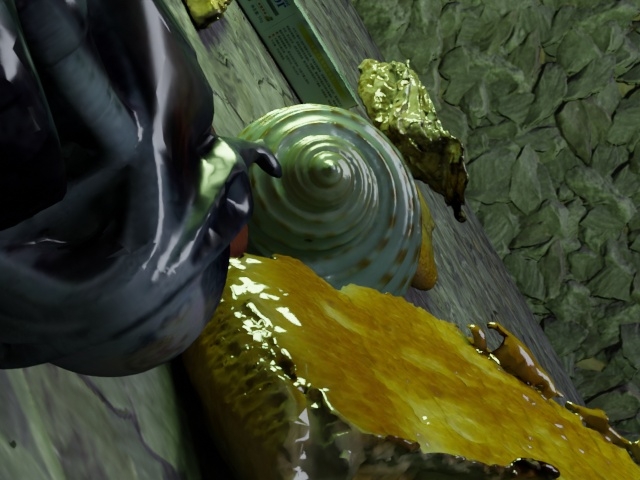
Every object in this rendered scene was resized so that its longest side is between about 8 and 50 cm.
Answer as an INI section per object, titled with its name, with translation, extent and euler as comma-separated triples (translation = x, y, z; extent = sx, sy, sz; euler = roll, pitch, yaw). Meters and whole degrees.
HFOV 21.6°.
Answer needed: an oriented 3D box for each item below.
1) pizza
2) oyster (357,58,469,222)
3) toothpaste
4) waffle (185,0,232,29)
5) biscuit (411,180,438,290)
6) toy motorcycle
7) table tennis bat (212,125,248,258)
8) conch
[pizza]
translation = 0.066, 0.091, 0.719
extent = 0.297, 0.071, 0.189
euler = 18, 19, -36
[oyster]
translation = 0.082, -0.092, 1.482
extent = 0.177, 0.056, 0.105
euler = 62, -4, 15
[toothpaste]
translation = -0.024, -0.177, 1.463
extent = 0.164, 0.046, 0.034
euler = 57, 10, -24
[waffle]
translation = -0.076, -0.177, 1.237
extent = 0.097, 0.023, 0.153
euler = 65, 9, 18
[biscuit]
translation = 0.058, -0.045, 1.518
extent = 0.154, 0.045, 0.299
euler = 58, 8, -8
[toy motorcycle]
translation = -0.094, -0.055, 0.474
extent = 0.159, 0.106, 0.270
euler = 60, -3, -29
[table tennis bat]
translation = -0.135, -0.139, 0.698
extent = 0.414, 0.051, 0.268
euler = 54, 10, -47
[conch]
translation = 0.006, -0.002, 0.895
extent = 0.153, 0.102, 0.135
euler = 48, 29, -67
